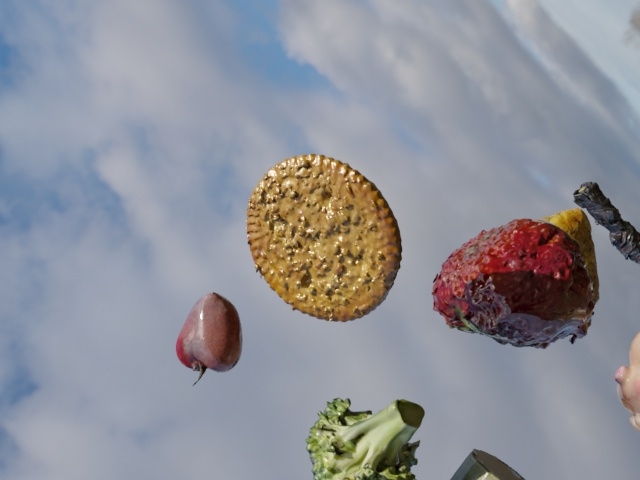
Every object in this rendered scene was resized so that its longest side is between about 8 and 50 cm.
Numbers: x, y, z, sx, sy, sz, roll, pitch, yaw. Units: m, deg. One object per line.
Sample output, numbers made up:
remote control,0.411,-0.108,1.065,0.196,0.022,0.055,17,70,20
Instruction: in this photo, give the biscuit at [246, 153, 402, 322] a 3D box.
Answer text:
biscuit,0.000,0.000,1.318,0.254,0.254,0.035,51,-147,3

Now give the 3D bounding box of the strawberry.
strawberry,0.336,0.070,1.574,0.274,0.221,0.274,17,176,1

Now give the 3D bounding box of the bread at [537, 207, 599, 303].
bread,0.496,0.044,1.862,0.083,0.113,0.211,13,119,65

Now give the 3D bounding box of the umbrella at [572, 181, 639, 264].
umbrella,0.368,-0.013,1.142,0.144,0.037,0.040,46,-137,-8

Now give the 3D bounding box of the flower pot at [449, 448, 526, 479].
flower pot,0.312,0.534,1.817,0.212,0.203,0.212,31,-173,-4

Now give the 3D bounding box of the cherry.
cherry,-0.160,0.147,1.390,0.106,0.126,0.087,32,-177,35

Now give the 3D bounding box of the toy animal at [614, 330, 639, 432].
toy animal,0.447,0.218,1.118,0.165,0.149,0.248,135,125,-79

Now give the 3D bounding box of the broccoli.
broccoli,0.091,0.380,1.724,0.262,0.243,0.247,-6,-128,-48
